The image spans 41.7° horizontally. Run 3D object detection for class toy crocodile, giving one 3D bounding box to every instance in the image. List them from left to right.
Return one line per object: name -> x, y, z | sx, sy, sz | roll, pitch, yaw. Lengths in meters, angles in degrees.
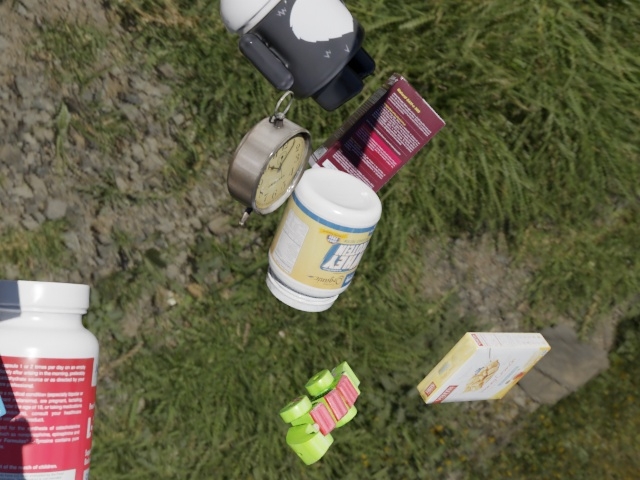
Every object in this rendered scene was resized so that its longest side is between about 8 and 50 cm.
toy crocodile -> 0.013, 0.348, 1.746 | 0.105, 0.340, 0.115 | -30, 93, 27

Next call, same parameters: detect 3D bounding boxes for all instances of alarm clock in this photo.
alarm clock -> -0.066, -0.117, 1.108 | 0.129, 0.064, 0.192 | -39, 157, -45

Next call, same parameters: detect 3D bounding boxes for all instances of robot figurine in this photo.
robot figurine -> -0.036, -0.348, 1.396 | 0.173, 0.209, 0.278 | -43, 107, 11

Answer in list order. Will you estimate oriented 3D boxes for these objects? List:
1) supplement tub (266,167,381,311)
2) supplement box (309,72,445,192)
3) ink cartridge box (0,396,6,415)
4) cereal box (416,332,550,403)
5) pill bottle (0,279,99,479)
supplement tub -> 0.000, 0.000, 1.350 | 0.144, 0.144, 0.199 | 6, 124, -26
supplement box -> 0.105, -0.189, 1.609 | 0.239, 0.073, 0.130 | -44, 109, 7
ink cartridge box -> -0.495, 0.199, 1.144 | 0.052, 0.088, 0.122 | -14, 96, 25
cereal box -> 0.327, 0.254, 1.675 | 0.240, 0.047, 0.173 | 5, 132, -41
pill bottle -> -0.519, 0.277, 1.505 | 0.229, 0.229, 0.407 | 6, 85, -26
